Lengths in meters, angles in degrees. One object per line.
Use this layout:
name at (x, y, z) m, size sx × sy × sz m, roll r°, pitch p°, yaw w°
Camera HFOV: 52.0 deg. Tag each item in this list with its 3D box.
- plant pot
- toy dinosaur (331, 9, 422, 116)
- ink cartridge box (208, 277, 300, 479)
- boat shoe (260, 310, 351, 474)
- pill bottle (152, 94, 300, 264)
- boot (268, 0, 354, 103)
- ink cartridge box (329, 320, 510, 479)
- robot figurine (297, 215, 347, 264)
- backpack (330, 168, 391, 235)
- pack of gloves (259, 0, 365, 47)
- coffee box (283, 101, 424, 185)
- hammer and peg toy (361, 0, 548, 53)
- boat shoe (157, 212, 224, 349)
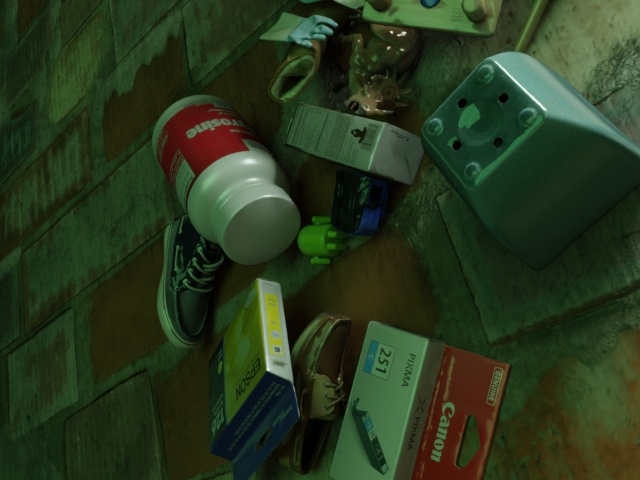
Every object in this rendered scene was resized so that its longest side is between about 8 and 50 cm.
plant pot at (0.300, -0.139, 1.007) m, size 0.248 × 0.252 × 0.247 m, roll -47°, pitch 53°, yaw 22°
toy dinosaur at (0.134, -0.361, 1.313) m, size 0.200 × 0.127 × 0.296 m, roll 34°, pitch 85°, yaw 31°
ink cartridge box at (-0.147, 0.287, 1.302) m, size 0.304 × 0.072 × 0.307 m, roll -56°, pitch 28°, yaw 36°
boat shoe at (-0.003, 0.297, 1.256) m, size 0.120 × 0.122 × 0.324 m, roll 29°, pitch 106°, yaw 37°
pill bottle at (-0.209, -0.137, 1.454) m, size 0.229 × 0.229 × 0.408 m, roll -53°, pitch 46°, yaw 17°
boot at (0.000, -0.428, 1.381) m, size 0.236 × 0.089 × 0.269 m, roll -48°, pitch 16°, yaw 34°
ink cartridge box at (0.162, 0.313, 1.130) m, size 0.261 × 0.066 × 0.296 m, roll 12°, pitch 87°, yaw 44°
robot figurine at (0.000, 0.000, 1.357) m, size 0.115 × 0.067 × 0.101 m, roll 0°, pitch 90°, yaw 42°
backpack at (0.081, -0.068, 1.282) m, size 0.098 × 0.101 × 0.120 m, roll 23°, pitch 103°, yaw 49°
pack of gloves at (-0.013, -0.476, 1.324) m, size 0.195 × 0.046 × 0.232 m, roll -47°, pitch 39°, yaw -10°
coffee box at (0.065, -0.194, 1.305) m, size 0.246 × 0.141 × 0.098 m, roll 24°, pitch 98°, yaw 44°
hammer and peg toy at (0.262, -0.484, 1.152) m, size 0.361 × 0.127 × 0.266 m, roll 16°, pitch 97°, yaw 23°
boat shoe at (-0.295, 0.075, 1.554) m, size 0.158 × 0.127 × 0.341 m, roll -30°, pitch 59°, yaw 41°
